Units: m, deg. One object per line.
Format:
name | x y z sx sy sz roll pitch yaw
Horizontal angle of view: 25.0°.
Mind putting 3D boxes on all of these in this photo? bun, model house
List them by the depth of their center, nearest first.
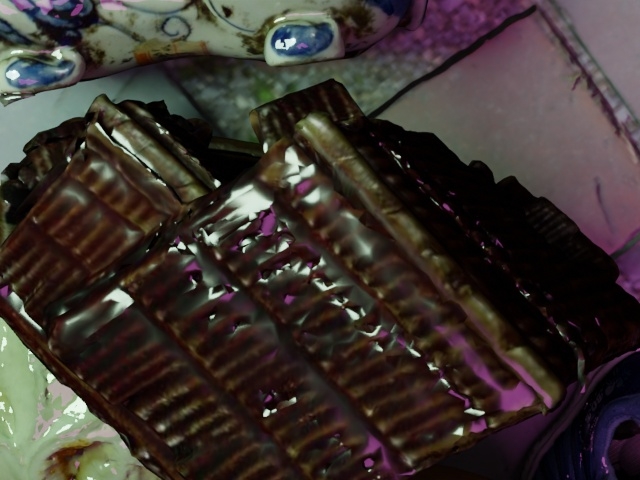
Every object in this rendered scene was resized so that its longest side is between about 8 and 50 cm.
model house | 0.000 0.000 0.768 0.297 0.282 0.317 -40 82 -20
bun | -0.162 0.115 0.932 0.195 0.118 0.195 -1 122 -1

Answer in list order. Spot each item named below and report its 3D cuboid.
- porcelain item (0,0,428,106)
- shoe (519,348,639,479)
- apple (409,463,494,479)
porcelain item | -0.085 -0.176 0.773 0.287 0.138 0.186 -5 99 2
shoe | 0.203 0.159 0.988 0.091 0.106 0.207 14 123 -10
apple | 0.042 0.311 0.923 0.363 0.364 0.364 -2 120 -3
